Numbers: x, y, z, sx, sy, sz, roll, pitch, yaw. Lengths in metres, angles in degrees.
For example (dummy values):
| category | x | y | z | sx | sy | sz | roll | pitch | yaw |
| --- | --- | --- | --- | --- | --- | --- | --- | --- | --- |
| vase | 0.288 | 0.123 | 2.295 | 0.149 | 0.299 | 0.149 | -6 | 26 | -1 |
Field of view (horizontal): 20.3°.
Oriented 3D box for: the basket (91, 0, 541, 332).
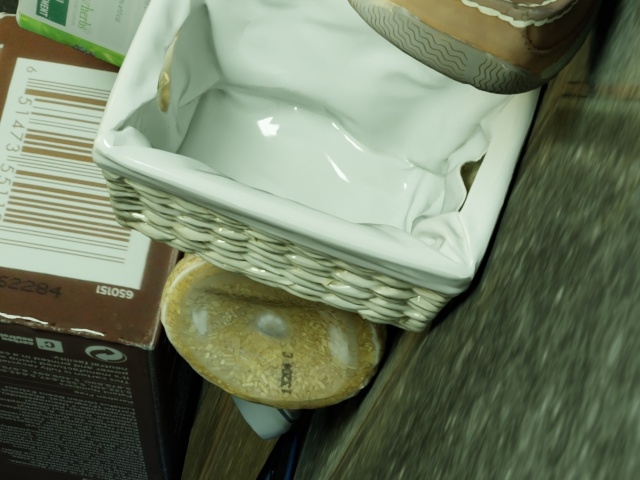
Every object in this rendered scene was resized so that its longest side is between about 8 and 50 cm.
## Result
| category | x | y | z | sx | sy | sz | roll | pitch | yaw |
| --- | --- | --- | --- | --- | --- | --- | --- | --- | --- |
| basket | -0.003 | -0.039 | 0.780 | 0.103 | 0.167 | 0.113 | 104 | -174 | -68 |

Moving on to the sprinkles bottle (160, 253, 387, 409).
| category | x | y | z | sx | sy | sz | roll | pitch | yaw |
| --- | --- | --- | --- | --- | --- | --- | --- | --- | --- |
| sprinkles bottle | 0.011 | -0.069 | 1.033 | 0.121 | 0.121 | 0.355 | 115 | 175 | -45 |

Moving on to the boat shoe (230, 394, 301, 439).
| category | x | y | z | sx | sy | sz | roll | pitch | yaw |
| --- | --- | --- | --- | --- | --- | --- | --- | --- | --- |
| boat shoe | -0.026 | 0.049 | 1.219 | 0.076 | 0.083 | 0.226 | -30 | 25 | 11 |

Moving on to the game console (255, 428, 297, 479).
| category | x | y | z | sx | sy | sz | roll | pitch | yaw |
| --- | --- | --- | --- | --- | --- | --- | --- | --- | --- |
| game console | -0.143 | 0.257 | 1.101 | 0.293 | 0.250 | 0.173 | -76 | -18 | -66 |

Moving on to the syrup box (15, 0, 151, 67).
| category | x | y | z | sx | sy | sz | roll | pitch | yaw |
| --- | --- | --- | --- | --- | --- | --- | --- | --- | --- |
| syrup box | -0.020 | -0.120 | 0.877 | 0.093 | 0.237 | 0.096 | 118 | 174 | -64 |

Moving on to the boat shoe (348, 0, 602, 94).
| category | x | y | z | sx | sy | sz | roll | pitch | yaw |
| --- | --- | --- | --- | --- | --- | --- | --- | --- | --- |
| boat shoe | 0.085 | -0.188 | 0.704 | 0.116 | 0.123 | 0.324 | 118 | 171 | -46 |

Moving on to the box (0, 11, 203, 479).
| category | x | y | z | sx | sy | sz | roll | pitch | yaw |
| --- | --- | --- | --- | --- | --- | --- | --- | --- | --- |
| box | -0.143 | 0.033 | 1.138 | 0.381 | 0.143 | 0.191 | 93 | -173 | -67 |
